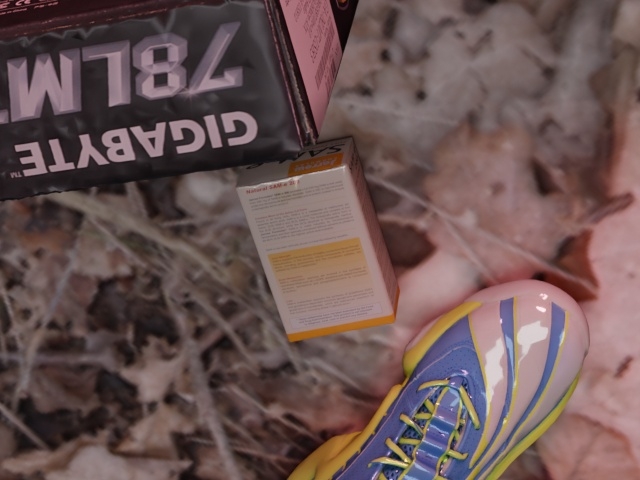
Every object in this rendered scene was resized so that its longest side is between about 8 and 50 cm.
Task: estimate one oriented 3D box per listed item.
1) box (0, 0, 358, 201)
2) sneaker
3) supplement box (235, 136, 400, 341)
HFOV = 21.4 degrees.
[{"bbox_3d":[-0.130,-0.105,0.721,0.295,0.293,0.073,-9,115,12],"label":"box"},{"bbox_3d":[0.057,0.130,0.916,0.091,0.126,0.240,35,118,-11],"label":"sneaker"},{"bbox_3d":[0.000,0.000,0.905,0.062,0.036,0.098,-11,117,14],"label":"supplement box"}]
